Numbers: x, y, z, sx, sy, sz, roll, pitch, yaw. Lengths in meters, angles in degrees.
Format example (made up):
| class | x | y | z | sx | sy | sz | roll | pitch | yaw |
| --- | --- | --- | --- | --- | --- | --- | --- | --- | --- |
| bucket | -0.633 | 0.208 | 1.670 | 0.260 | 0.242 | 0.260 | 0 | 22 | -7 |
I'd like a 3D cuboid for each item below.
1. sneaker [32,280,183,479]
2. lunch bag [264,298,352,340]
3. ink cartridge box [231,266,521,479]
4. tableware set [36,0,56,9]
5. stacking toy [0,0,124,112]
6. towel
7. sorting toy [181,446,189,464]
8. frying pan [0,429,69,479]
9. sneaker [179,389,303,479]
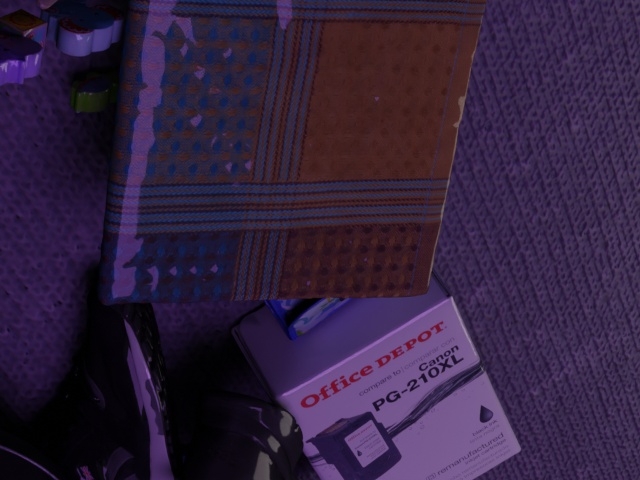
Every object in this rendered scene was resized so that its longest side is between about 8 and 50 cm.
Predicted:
| class | x | y | z | sx | sy | sz | roll | pitch | yaw |
| --- | --- | --- | --- | --- | --- | --- | --- | --- | --- |
| sneaker | -0.178 | 0.157 | 1.192 | 0.124 | 0.107 | 0.283 | -8 | 125 | -5 |
| lunch bag | 0.000 | 0.000 | 1.159 | 0.129 | 0.096 | 0.151 | -35 | 138 | -6 |
| ink cartridge box | 0.053 | 0.131 | 1.292 | 0.172 | 0.100 | 0.237 | -31 | 134 | -3 |
| tableware set | -0.161 | -0.204 | 0.853 | 0.020 | 0.141 | 0.168 | -30 | 99 | 38 |
| stacking toy | -0.171 | -0.124 | 0.926 | 0.221 | 0.052 | 0.167 | -38 | 149 | -49 |
| towel | -0.008 | -0.134 | 1.013 | 0.271 | 0.040 | 0.370 | 0 | 110 | -29 |
| sorting toy | -0.138 | 0.333 | 1.395 | 0.196 | 0.047 | 0.347 | 5 | 124 | -32 |
| frying pan | -0.331 | 0.177 | 1.155 | 0.326 | 0.053 | 0.197 | 28 | 131 | -14 |
| sneaker | -0.055 | 0.244 | 1.241 | 0.130 | 0.109 | 0.286 | -66 | 147 | -32 |
